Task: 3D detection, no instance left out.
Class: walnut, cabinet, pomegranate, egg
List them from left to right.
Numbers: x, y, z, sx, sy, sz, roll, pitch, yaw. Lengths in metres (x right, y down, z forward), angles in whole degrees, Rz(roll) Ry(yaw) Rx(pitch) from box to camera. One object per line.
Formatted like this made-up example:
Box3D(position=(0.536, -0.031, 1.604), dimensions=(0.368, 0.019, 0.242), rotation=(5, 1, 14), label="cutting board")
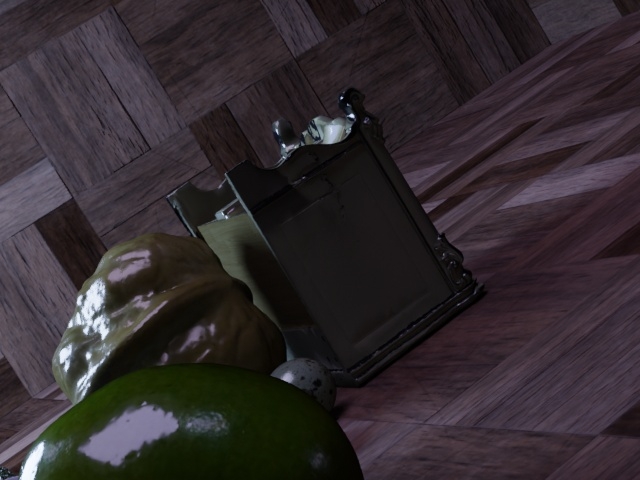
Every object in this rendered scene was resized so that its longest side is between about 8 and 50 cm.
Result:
Box3D(position=(-0.194, 0.148, 1.912), dimensions=(0.277, 0.253, 0.282), rotation=(-51, 42, 18), label="walnut")
Box3D(position=(-0.122, 0.227, 1.254), dimensions=(0.310, 0.216, 0.358), rotation=(-11, 15, 8), label="pomegranate")
Box3D(position=(-0.028, 0.189, 1.785), dimensions=(0.085, 0.085, 0.110), rotation=(-22, 26, 51), label="egg")
Box3D(position=(0.000, 0.000, 1.988), dimensions=(0.227, 0.318, 0.290), rotation=(-35, 8, -20), label="cabinet")

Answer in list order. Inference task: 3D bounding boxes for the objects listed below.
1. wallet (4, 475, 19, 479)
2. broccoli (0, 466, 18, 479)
Box3D(position=(-0.250, 0.302, 1.628), dimensions=(0.183, 0.124, 0.032), rotation=(2, -50, -39), label="wallet")
Box3D(position=(-0.458, 0.383, 1.924), dimensions=(0.176, 0.198, 0.226), rotation=(32, 91, 45), label="broccoli")
